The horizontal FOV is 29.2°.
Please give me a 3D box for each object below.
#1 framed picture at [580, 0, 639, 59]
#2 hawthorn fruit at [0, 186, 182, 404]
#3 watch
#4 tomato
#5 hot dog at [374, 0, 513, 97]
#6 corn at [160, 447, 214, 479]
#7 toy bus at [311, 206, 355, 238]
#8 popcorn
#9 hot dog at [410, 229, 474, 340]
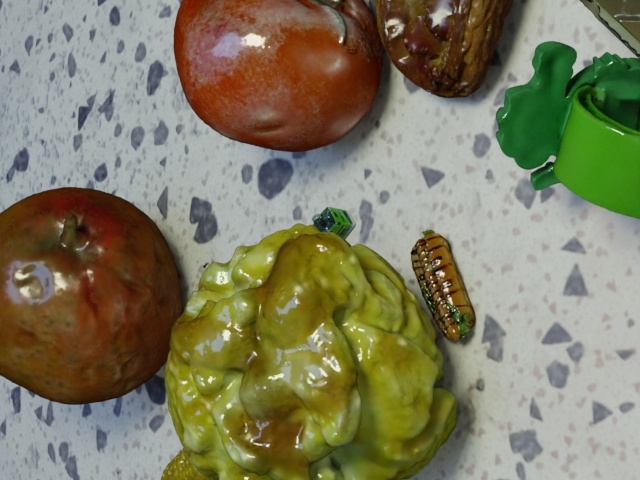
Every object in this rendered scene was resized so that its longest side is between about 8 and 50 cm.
[{"bbox_3d":[0.348,-0.189,0.941,0.211,0.020,0.289,-44,53,12],"label":"framed picture"},{"bbox_3d":[-0.304,0.052,1.503,0.298,0.277,0.277,106,149,-59],"label":"hawthorn fruit"},{"bbox_3d":[0.239,-0.073,0.995,0.152,0.165,0.131,-114,33,-55],"label":"watch"},{"bbox_3d":[-0.051,-0.193,1.309,0.232,0.232,0.188,52,136,39],"label":"tomato"},{"bbox_3d":[0.132,-0.251,1.194,0.160,0.099,0.226,24,106,49],"label":"hot dog"},{"bbox_3d":[-0.097,0.245,1.396,0.262,0.097,0.097,-39,58,41],"label":"corn"},{"bbox_3d":[0.000,0.000,1.358,0.083,0.037,0.031,-52,50,32],"label":"toy bus"},{"bbox_3d":[-0.020,0.135,1.186,0.282,0.247,0.282,-7,76,30],"label":"popcorn"},{"bbox_3d":[0.118,0.045,1.217,0.049,0.037,0.122,-46,51,39],"label":"hot dog"}]
